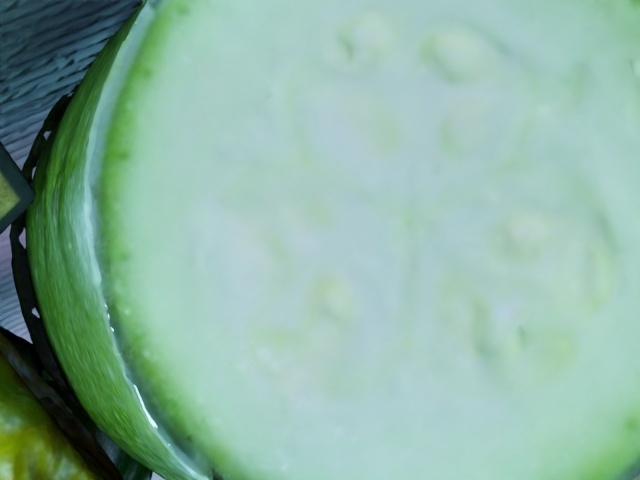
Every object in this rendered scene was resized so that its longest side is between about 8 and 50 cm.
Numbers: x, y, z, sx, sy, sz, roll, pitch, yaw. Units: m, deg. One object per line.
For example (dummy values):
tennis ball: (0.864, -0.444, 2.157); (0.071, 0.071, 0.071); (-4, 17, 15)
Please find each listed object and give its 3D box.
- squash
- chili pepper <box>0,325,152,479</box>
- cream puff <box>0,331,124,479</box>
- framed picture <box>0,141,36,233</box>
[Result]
squash: (0.000, 0.000, 0.849); (0.263, 0.263, 0.384); (-33, -174, -13)
chili pepper: (-0.179, 0.116, 1.164); (0.261, 0.174, 0.165); (-55, 170, -22)
cream puff: (-0.213, 0.120, 0.933); (0.185, 0.282, 0.282); (-43, 165, -6)
framed picture: (-0.252, -0.017, 0.640); (0.255, 0.014, 0.339); (-44, 149, -12)
